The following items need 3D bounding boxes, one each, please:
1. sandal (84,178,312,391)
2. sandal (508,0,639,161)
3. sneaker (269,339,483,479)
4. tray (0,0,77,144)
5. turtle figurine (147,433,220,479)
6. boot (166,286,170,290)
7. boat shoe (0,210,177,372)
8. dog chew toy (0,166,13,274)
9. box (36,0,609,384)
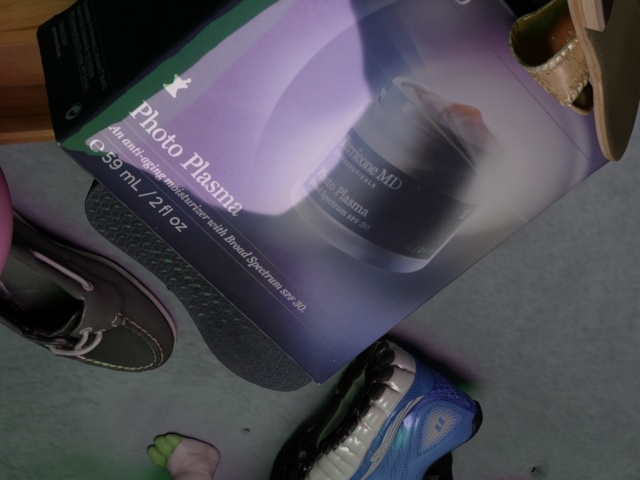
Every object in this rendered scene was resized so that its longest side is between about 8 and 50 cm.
[{"bbox_3d":[-0.081,0.022,1.622,0.097,0.054,0.254,-29,116,29],"label":"sandal"},{"bbox_3d":[0.161,-0.140,1.303,0.079,0.088,0.240,15,157,19],"label":"sandal"},{"bbox_3d":[0.042,0.236,1.883,0.147,0.130,0.330,25,134,-13],"label":"sneaker"},{"bbox_3d":[-0.338,-0.167,1.564,0.411,0.076,0.203,-4,135,12],"label":"tray"},{"bbox_3d":[-0.188,0.330,1.915,0.274,0.266,0.198,-17,131,24],"label":"turtle figurine"},{"bbox_3d":[0.000,-0.001,1.680,0.178,0.085,0.236,27,134,-24],"label":"boot"},{"bbox_3d":[-0.266,0.039,1.748,0.112,0.095,0.335,-29,125,33],"label":"boat shoe"},{"bbox_3d":[-0.375,-0.072,1.484,0.206,0.206,0.332,-17,123,25],"label":"dog chew toy"},{"bbox_3d":[0.006,-0.109,1.427,0.294,0.183,0.296,-39,122,12],"label":"box"}]
